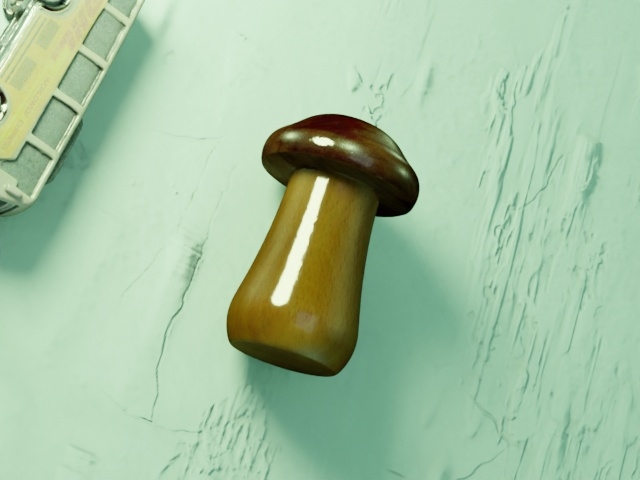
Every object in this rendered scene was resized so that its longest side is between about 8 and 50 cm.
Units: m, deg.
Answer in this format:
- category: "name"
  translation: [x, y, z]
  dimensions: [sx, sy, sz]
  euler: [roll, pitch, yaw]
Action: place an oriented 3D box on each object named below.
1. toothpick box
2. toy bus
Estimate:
- category: "toothpick box"
  translation: [0.000, 0.000, 1.809]
  dimensions: [0.192, 0.192, 0.294]
  euler: [23, 74, -22]
- category: "toy bus"
  translation: [-0.316, -0.185, 1.730]
  dimensions: [0.138, 0.097, 0.342]
  euler: [35, 63, -25]
